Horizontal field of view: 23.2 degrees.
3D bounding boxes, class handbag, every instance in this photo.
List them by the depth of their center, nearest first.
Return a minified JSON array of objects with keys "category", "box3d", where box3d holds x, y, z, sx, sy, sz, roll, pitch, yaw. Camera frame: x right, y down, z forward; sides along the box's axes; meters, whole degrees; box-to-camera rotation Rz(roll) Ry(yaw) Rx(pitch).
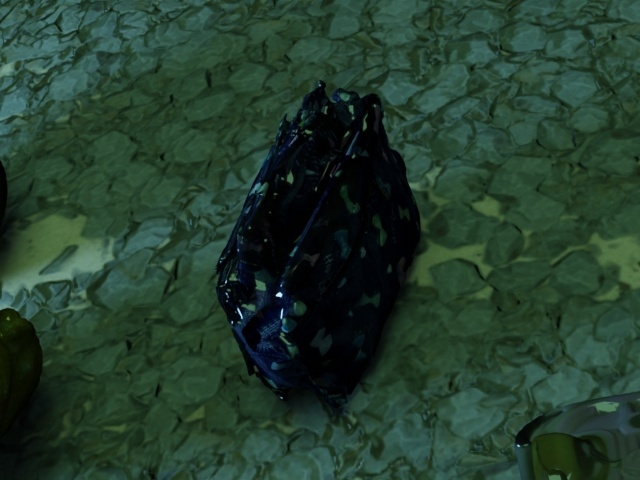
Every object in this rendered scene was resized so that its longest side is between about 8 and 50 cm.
[{"category":"handbag","box3d":[0.000,0.000,1.247,0.113,0.162,0.260,6,52,24]}]

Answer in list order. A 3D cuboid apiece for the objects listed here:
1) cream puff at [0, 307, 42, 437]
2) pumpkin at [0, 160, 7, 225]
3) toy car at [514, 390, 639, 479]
[{"category":"cream puff","box3d":[-0.341,0.114,1.228,0.244,0.196,0.244,-50,7,8]},{"category":"pumpkin","box3d":[-0.397,-0.037,1.436,0.224,0.157,0.223,1,46,-1]},{"category":"toy car","box3d":[0.252,0.229,0.911,0.242,0.226,0.336,-12,17,9]}]
